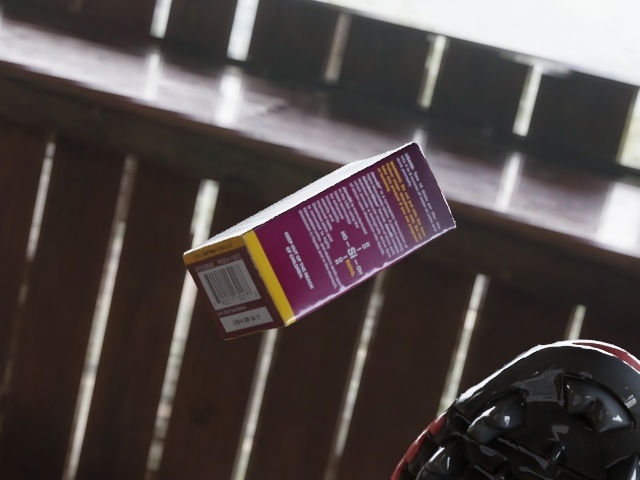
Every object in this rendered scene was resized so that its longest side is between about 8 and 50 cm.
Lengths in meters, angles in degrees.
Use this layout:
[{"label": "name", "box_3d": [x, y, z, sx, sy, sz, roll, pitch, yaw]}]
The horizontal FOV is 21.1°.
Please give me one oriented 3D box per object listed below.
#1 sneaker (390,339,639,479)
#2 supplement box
[{"label": "sneaker", "box_3d": [0.086, 0.115, 0.690, 0.098, 0.276, 0.135, 31, 51, 16]}, {"label": "supplement box", "box_3d": [0.000, 0.000, 1.374, 0.188, 0.080, 0.104, -29, 7, -32]}]
